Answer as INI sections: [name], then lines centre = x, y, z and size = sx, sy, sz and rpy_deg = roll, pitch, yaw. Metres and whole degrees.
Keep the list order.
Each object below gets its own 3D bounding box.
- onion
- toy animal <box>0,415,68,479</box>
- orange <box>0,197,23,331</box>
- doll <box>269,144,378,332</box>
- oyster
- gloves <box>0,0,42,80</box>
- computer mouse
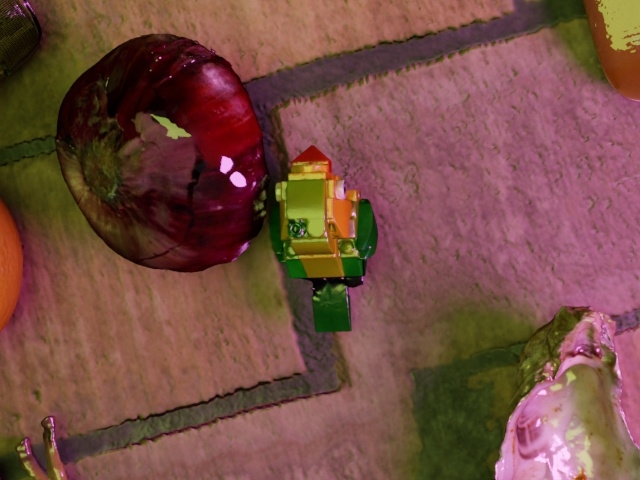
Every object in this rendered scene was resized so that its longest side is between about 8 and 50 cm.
[onion]
centre = -0.146, -0.097, 1.766
size = 0.252, 0.219, 0.252
rpy_deg = 26, 132, 34
[toy animal]
centre = -0.243, 0.293, 1.841
size = 0.275, 0.054, 0.149
rpy_deg = 28, 90, 12
[orange]
centre = -0.421, 0.021, 1.799
size = 0.236, 0.236, 0.236
rpy_deg = 0, 88, 10
[doll]
centre = 0.001, -0.008, 1.749
size = 0.106, 0.186, 0.134
rpy_deg = 0, 60, 11
[oyster]
centre = 0.250, 0.173, 1.741
size = 0.161, 0.107, 0.233
rpy_deg = 1, 103, -9
[gloves]
centre = -0.452, -0.169, 1.808
size = 0.331, 0.154, 0.141
rpy_deg = -32, 65, -15
[computer mouse]
centre = 0.326, -0.265, 1.755
size = 0.126, 0.056, 0.245
rpy_deg = -13, 85, 9
